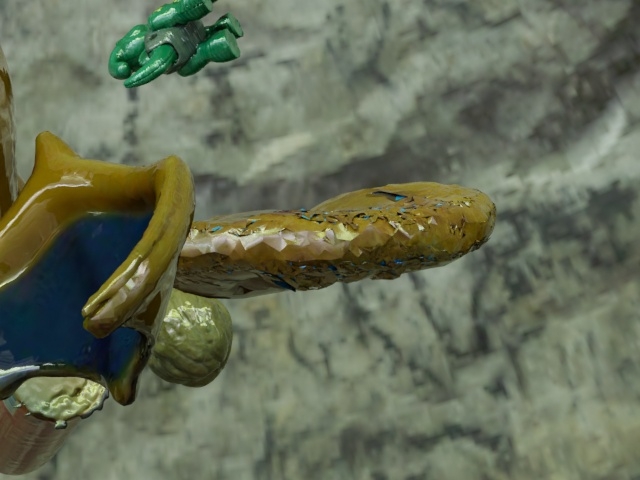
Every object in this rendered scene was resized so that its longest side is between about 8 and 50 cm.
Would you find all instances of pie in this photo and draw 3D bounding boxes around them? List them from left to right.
[{"bbox_3d":[0.001,0.001,1.320,0.273,0.273,0.069,-11,-89,-1],"label":"pie"}]

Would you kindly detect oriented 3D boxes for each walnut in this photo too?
[{"bbox_3d":[-0.114,0.081,1.513,0.092,0.092,0.092,-4,-57,-6],"label":"walnut"}]

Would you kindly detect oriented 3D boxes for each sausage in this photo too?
[{"bbox_3d":[-0.218,0.126,1.333,0.083,0.083,0.264,10,-20,-14],"label":"sausage"}]

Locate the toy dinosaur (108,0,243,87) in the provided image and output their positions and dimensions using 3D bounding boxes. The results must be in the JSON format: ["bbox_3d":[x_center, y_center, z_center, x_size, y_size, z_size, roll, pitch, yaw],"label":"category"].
[{"bbox_3d":[-0.108,-0.133,1.229,0.096,0.132,0.059,-27,-72,17],"label":"toy dinosaur"}]

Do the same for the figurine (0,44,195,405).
[{"bbox_3d":[-0.245,0.041,0.811,0.268,0.387,0.401,21,-57,-15],"label":"figurine"}]
